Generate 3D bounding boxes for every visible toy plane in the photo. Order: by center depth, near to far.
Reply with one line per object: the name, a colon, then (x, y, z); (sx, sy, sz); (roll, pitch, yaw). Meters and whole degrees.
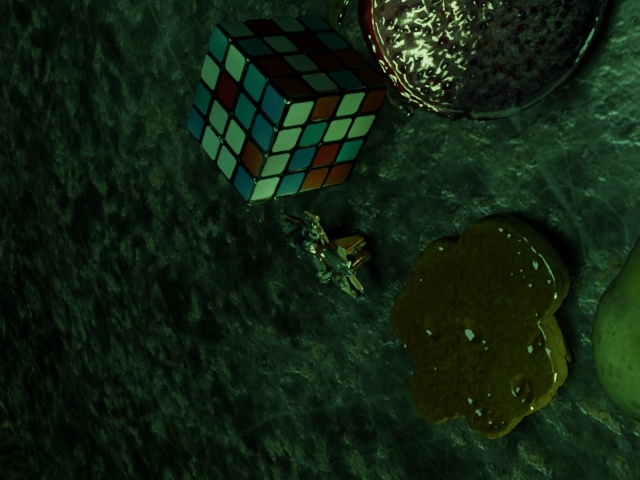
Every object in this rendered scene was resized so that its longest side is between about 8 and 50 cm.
toy plane: (-0.009, 0.007, 1.125); (0.188, 0.062, 0.135); (23, 146, 47)

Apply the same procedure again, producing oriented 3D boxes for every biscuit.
biscuit: (0.173, 0.099, 0.959); (0.208, 0.041, 0.290); (49, 136, 28)

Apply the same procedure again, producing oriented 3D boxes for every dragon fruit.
dragon fruit: (0.128, -0.228, 0.808); (0.223, 0.218, 0.148); (-38, 30, 10)

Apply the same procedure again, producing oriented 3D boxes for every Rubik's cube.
Rubik's cube: (-0.043, -0.155, 1.034); (0.151, 0.155, 0.154); (49, 134, 27)

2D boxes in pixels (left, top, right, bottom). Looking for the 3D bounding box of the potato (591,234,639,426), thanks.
potato: (0.323, 0.042, 0.687); (0.191, 0.141, 0.296); (51, 140, 47)
